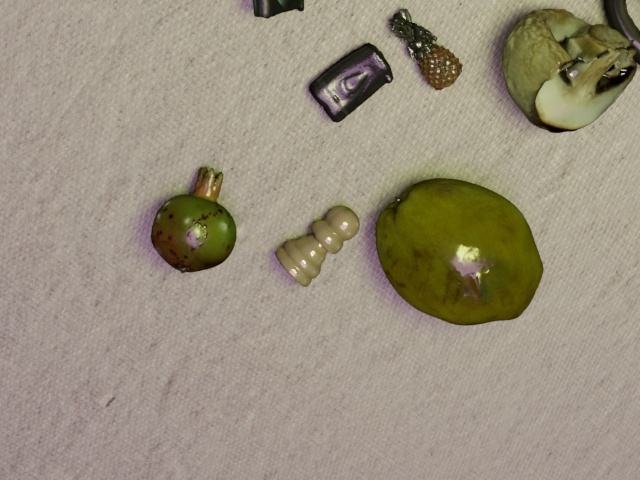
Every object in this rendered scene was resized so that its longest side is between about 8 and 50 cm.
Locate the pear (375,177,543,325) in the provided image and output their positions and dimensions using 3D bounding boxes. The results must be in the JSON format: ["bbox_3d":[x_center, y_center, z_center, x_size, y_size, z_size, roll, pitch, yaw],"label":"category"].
[{"bbox_3d":[0.258,0.024,1.676,0.321,0.269,0.269,37,107,-4],"label":"pear"}]

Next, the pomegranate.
[{"bbox_3d":[-0.233,-0.036,1.676,0.159,0.159,0.205,18,85,-11],"label":"pomegranate"}]

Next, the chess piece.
[{"bbox_3d":[0.000,0.000,1.733,0.170,0.094,0.094,-44,109,8],"label":"chess piece"}]

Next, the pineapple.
[{"bbox_3d":[0.185,-0.344,1.604,0.074,0.074,0.159,-40,107,13],"label":"pineapple"}]

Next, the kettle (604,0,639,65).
[{"bbox_3d":[0.654,-0.419,1.521,0.320,0.228,0.324,-28,109,33],"label":"kettle"}]

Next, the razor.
[{"bbox_3d":[0.057,-0.289,1.625,0.148,0.054,0.090,-36,111,11],"label":"razor"}]

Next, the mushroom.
[{"bbox_3d":[0.419,-0.308,1.587,0.266,0.164,0.190,-16,146,-33],"label":"mushroom"}]

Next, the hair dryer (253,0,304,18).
[{"bbox_3d":[0.010,-0.485,1.453,0.302,0.116,0.245,10,119,27],"label":"hair dryer"}]
